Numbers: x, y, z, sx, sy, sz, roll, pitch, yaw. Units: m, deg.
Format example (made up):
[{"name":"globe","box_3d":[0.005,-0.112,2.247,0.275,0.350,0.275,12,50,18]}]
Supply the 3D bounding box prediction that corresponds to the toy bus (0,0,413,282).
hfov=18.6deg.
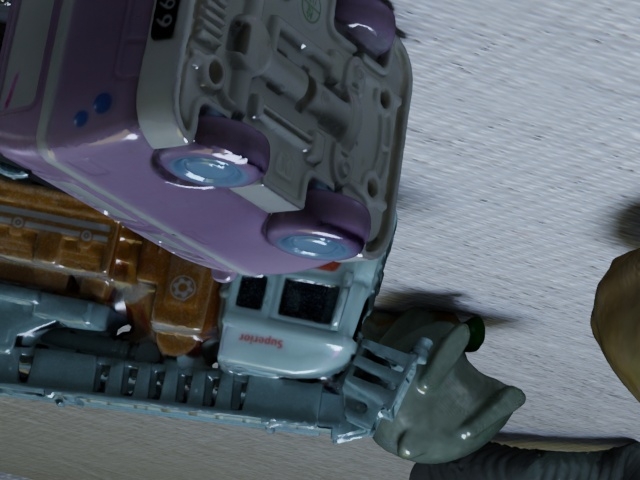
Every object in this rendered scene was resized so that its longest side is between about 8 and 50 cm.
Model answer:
[{"name":"toy bus","box_3d":[-0.053,-0.072,0.974,0.142,0.142,0.202,-5,157,32]}]

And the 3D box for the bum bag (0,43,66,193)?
[{"name":"bum bag","box_3d":[-0.175,-0.076,1.137,0.310,0.074,0.137,19,-178,-14]}]

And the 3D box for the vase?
[{"name":"vase","box_3d":[0.219,0.246,2.005,0.237,0.115,0.115,-3,159,36]}]

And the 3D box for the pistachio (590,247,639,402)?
[{"name":"pistachio","box_3d":[0.278,0.067,1.192,0.213,0.163,0.260,48,161,-5]}]

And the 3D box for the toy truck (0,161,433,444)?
[{"name":"toy truck","box_3d":[-0.092,0.034,1.289,0.338,0.184,0.133,11,166,2]}]

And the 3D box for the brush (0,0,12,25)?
[{"name":"brush","box_3d":[-0.159,-0.119,1.112,0.043,0.014,0.170,1,163,38]}]

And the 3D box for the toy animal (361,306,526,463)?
[{"name":"toy animal","box_3d":[0.066,0.109,1.602,0.108,0.138,0.236,52,163,-21]}]
